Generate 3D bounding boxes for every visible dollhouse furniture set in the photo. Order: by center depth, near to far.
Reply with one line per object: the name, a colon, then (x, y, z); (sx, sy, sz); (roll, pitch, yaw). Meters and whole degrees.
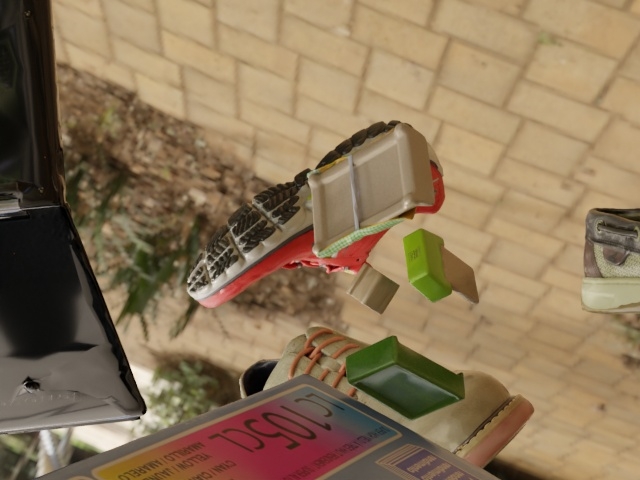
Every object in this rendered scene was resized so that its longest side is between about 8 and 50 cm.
dollhouse furniture set: (0.043, 0.015, 0.621); (0.076, 0.151, 0.058); (-29, 138, 30)

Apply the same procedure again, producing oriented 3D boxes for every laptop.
laptop: (-0.356, -0.045, 0.854); (0.382, 0.408, 0.236); (-6, 173, 1)

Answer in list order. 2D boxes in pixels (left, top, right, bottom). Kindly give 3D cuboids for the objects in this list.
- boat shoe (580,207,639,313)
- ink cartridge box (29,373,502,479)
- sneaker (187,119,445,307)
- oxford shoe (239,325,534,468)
boat shoe: (0.220, -0.003, 0.611); (0.080, 0.073, 0.223); (-12, 178, -30)
ink cartridge box: (0.074, 0.219, 0.408); (0.395, 0.151, 0.270); (28, -164, 21)
sneaker: (0.000, 0.000, 1.107); (0.118, 0.279, 0.107); (56, -173, -25)
oxford shoe: (0.022, 0.143, 0.920); (0.146, 0.140, 0.397); (55, 152, -3)
